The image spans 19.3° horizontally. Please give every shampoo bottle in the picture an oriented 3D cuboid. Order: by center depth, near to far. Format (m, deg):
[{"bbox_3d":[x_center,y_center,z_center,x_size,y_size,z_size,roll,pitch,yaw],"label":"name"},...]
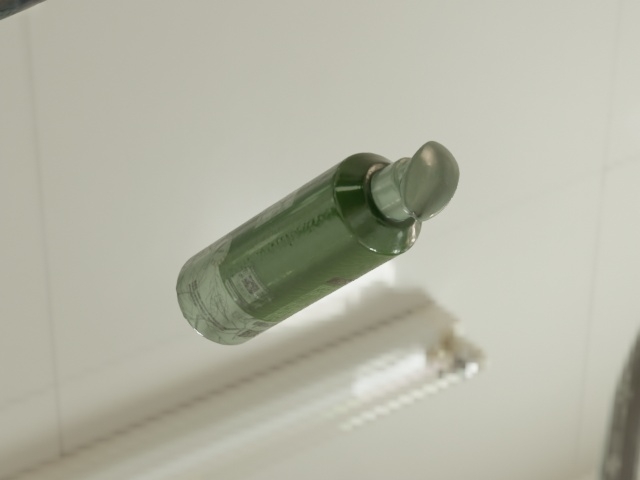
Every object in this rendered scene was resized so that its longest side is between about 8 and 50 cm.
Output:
[{"bbox_3d":[0.000,0.000,1.026,0.204,0.065,0.065,-31,-176,46],"label":"shampoo bottle"}]

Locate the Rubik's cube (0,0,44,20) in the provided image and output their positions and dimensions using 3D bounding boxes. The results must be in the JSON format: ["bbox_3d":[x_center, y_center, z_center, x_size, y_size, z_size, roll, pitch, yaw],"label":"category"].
[{"bbox_3d":[-0.070,-0.333,0.636,0.337,0.344,0.344,-26,-140,-8],"label":"Rubik's cube"}]
